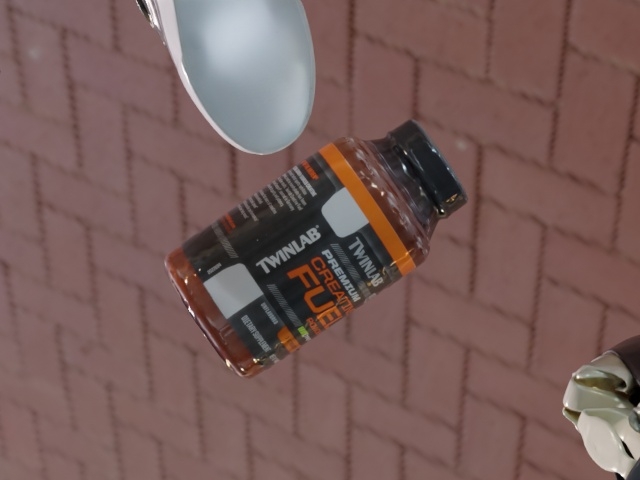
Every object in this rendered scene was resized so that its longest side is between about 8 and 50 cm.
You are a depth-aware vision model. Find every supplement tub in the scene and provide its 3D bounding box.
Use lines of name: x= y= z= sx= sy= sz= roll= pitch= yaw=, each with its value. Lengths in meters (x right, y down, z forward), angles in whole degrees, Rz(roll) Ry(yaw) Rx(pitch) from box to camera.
supplement tub: x=0.000 y=0.000 z=1.217 sx=0.106 sy=0.198 sz=0.106 roll=55 pitch=180 yaw=0

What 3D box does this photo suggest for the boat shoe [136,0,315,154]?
boat shoe: x=-0.077 y=-0.154 z=1.009 sx=0.228 sy=0.080 sz=0.076 roll=61 pitch=165 yaw=-14

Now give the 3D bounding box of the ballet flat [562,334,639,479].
ballet flat: x=0.189 y=0.108 z=1.112 sx=0.074 sy=0.203 sz=0.074 roll=-2 pitch=113 yaw=-4
